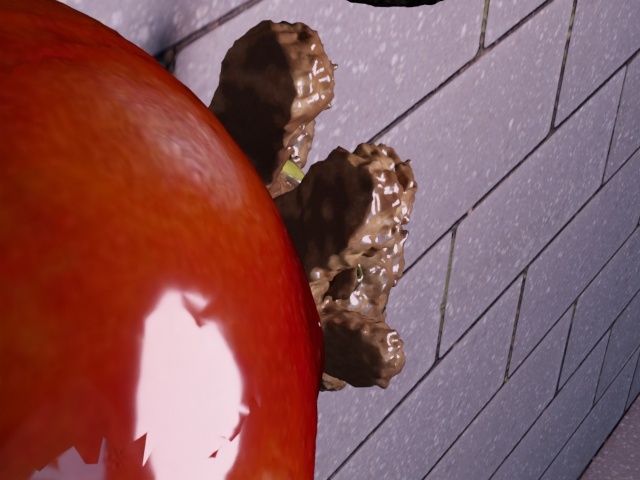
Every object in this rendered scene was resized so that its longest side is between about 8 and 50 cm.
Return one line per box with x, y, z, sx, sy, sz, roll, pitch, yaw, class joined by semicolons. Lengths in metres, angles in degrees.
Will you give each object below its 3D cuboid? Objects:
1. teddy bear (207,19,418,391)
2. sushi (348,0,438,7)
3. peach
0.006;-0.006;0.957;0.222;0.246;0.296;-7;150;-40;teddy bear
0.031;-0.316;0.786;0.211;0.171;0.350;-58;157;-55;sushi
-0.166;0.069;0.544;0.388;0.388;0.388;-44;147;-38;peach
